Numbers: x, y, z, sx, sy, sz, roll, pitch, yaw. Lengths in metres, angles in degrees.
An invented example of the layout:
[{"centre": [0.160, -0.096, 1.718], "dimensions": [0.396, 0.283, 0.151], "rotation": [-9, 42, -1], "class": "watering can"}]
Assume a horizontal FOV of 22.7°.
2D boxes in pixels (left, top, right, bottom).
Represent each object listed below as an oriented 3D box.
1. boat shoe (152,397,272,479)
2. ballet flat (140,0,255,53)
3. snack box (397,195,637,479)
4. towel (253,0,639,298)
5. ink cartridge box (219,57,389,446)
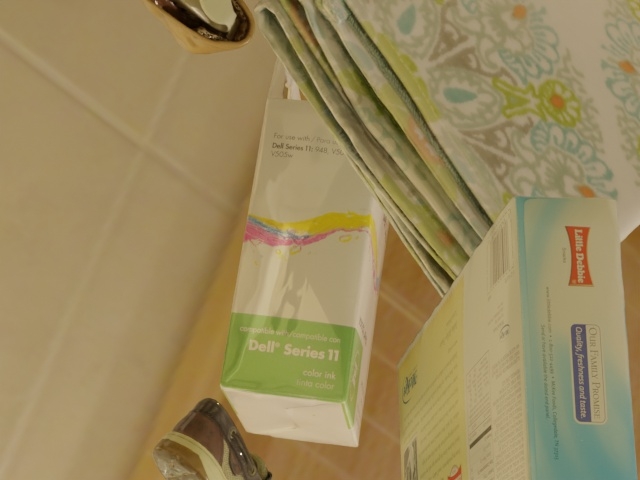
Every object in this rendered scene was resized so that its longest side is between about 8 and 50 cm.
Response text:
[{"centre": [-0.073, 0.213, 1.360], "dimensions": [0.080, 0.223, 0.073], "rotation": [23, -116, 32], "class": "boat shoe"}, {"centre": [-0.133, -0.229, 1.286], "dimensions": [0.073, 0.232, 0.080], "rotation": [16, -104, 44], "class": "ballet flat"}, {"centre": [0.101, 0.119, 0.910], "dimensions": [0.322, 0.060, 0.187], "rotation": [113, -22, -69], "class": "snack box"}, {"centre": [0.146, -0.134, 1.264], "dimensions": [0.374, 0.320, 0.090], "rotation": [-36, -179, -43], "class": "towel"}, {"centre": [0.000, 0.000, 1.522], "dimensions": [0.207, 0.119, 0.354], "rotation": [76, 21, -71], "class": "ink cartridge box"}]
